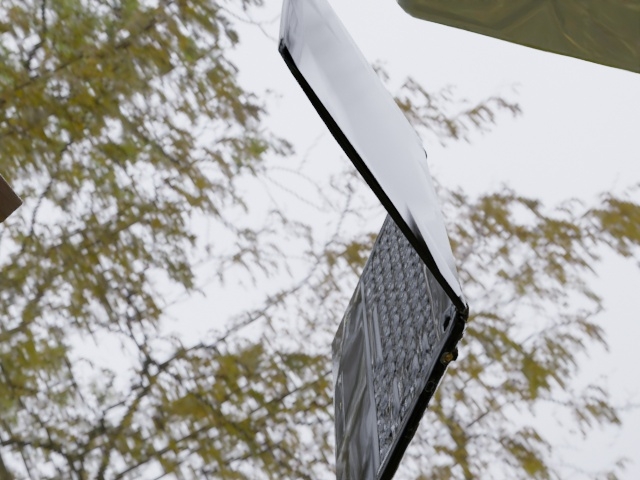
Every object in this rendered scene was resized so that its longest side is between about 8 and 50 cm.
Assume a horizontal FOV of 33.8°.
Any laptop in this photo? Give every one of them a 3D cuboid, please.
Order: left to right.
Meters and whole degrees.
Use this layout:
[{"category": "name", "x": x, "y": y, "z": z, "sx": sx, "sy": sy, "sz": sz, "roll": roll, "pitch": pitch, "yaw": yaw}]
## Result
[{"category": "laptop", "x": 0.000, "y": 0.000, "z": 0.616, "sx": 0.137, "sy": 0.234, "sz": 0.264, "roll": 18, "pitch": -65, "yaw": -8}]

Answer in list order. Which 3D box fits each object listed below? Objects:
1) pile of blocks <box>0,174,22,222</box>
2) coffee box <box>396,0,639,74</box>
[{"category": "pile of blocks", "x": -0.261, "y": -0.135, "z": 0.575, "sx": 0.149, "sy": 0.113, "sz": 0.362, "roll": -23, "pitch": -66, "yaw": -35}, {"category": "coffee box", "x": 0.210, "y": -0.262, "z": 0.417, "sx": 0.338, "sy": 0.338, "sz": 0.334, "roll": 11, "pitch": -58, "yaw": -14}]
